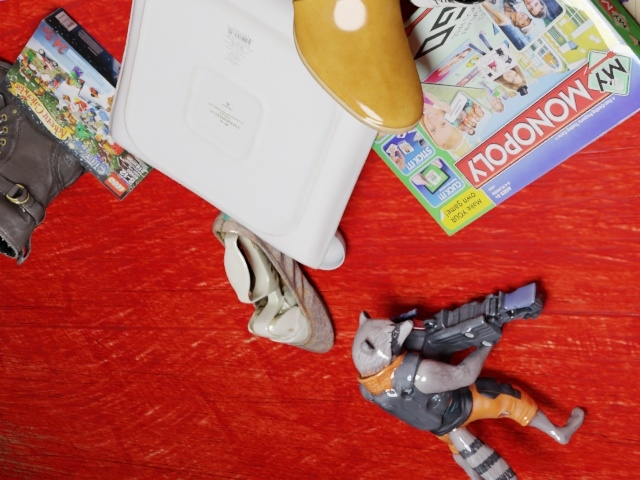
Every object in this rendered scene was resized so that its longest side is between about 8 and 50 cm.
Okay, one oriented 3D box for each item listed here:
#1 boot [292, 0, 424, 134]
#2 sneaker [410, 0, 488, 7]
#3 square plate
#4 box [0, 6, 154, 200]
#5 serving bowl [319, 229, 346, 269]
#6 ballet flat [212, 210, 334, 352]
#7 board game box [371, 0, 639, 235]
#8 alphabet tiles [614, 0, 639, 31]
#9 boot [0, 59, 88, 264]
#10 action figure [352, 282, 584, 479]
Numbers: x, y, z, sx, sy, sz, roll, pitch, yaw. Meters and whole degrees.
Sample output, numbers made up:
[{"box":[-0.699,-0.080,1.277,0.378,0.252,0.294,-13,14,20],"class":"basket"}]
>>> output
[{"box":[0.040,-0.265,0.852,0.295,0.104,0.211,60,150,12],"class":"boot"},{"box":[0.124,-0.237,0.863,0.109,0.044,0.040,0,123,42],"class":"sneaker"},{"box":[-0.104,-0.160,1.087,0.347,0.049,0.344,33,134,10],"class":"square plate"},{"box":[-0.313,-0.181,1.268,0.233,0.044,0.159,44,133,-11],"class":"box"},{"box":[0.000,0.000,1.257,0.083,0.027,0.083,18,137,18],"class":"serving bowl"},{"box":[-0.074,0.071,1.316,0.107,0.106,0.316,-2,128,35],"class":"ballet flat"},{"box":[0.172,-0.158,0.952,0.213,0.046,0.317,49,139,-2],"class":"board game box"},{"box":[0.360,-0.232,0.741,0.342,0.011,0.285,19,139,38],"class":"alphabet tiles"},{"box":[-0.458,-0.119,1.294,0.263,0.229,0.091,41,139,-8],"class":"boot"},{"box":[0.187,0.196,1.216,0.330,0.179,0.341,34,143,-14],"class":"action figure"}]
